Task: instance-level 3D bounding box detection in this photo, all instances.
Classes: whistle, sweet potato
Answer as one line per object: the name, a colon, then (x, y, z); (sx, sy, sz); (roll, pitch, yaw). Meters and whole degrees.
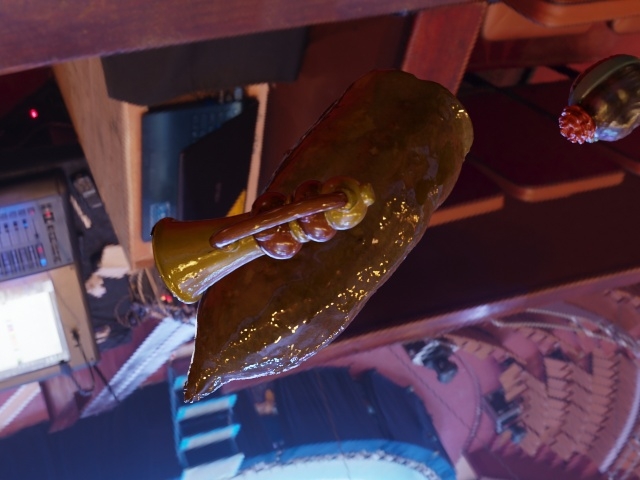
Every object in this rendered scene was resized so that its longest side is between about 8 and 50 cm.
whistle: (-0.030, -0.009, 0.354); (0.109, 0.046, 0.057); (-21, 148, 24)
sweet potato: (0.000, 0.000, 0.696); (0.370, 0.157, 0.158); (-55, 151, -20)

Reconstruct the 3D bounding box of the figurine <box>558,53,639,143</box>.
figurine: (0.174, -0.084, 0.464); (0.060, 0.047, 0.106); (-36, 175, 17)
